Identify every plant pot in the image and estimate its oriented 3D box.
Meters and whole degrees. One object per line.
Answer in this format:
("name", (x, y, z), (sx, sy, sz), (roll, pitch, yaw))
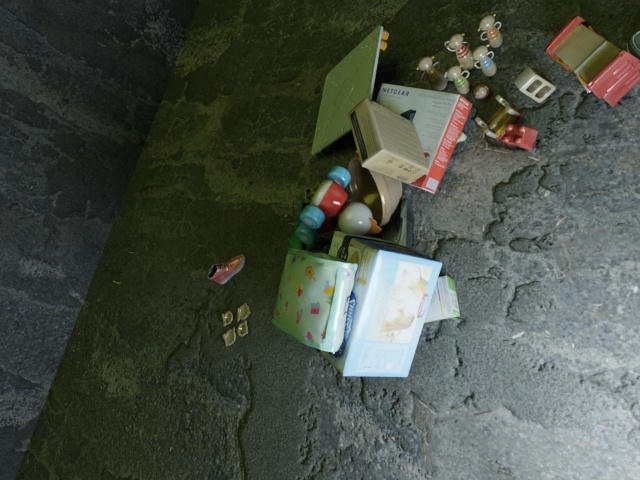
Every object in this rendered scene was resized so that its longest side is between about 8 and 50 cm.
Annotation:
("plant pot", (0.186, -0.168, 1.443), (0.109, 0.237, 0.237), (-20, 49, -15))

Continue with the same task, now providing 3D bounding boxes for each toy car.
("toy car", (0.078, -0.070, 1.431), (0.238, 0.210, 0.219), (30, 61, 4))

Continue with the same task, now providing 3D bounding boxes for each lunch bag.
("lunch bag", (-0.004, 0.144, 1.137), (0.262, 0.160, 0.224), (11, 89, 65))

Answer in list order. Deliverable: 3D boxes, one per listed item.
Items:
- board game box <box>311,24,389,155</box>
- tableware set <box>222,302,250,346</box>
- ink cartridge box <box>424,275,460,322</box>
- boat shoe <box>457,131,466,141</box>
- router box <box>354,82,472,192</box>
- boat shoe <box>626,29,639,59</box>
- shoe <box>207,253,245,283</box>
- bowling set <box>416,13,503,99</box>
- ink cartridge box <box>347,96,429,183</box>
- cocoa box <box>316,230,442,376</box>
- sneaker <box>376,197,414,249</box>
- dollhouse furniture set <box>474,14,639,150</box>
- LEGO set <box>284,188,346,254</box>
("board game box", (0.108, -0.553, 1.718), (0.390, 0.050, 0.390), (-18, 58, 59))
("tableware set", (-0.343, 0.339, 1.816), (0.168, 0.020, 0.141), (-31, 54, 27))
("ink cartridge box", (0.295, 0.185, 1.325), (0.209, 0.062, 0.109), (-19, 61, 33))
("boat shoe", (0.404, -0.337, 1.480), (0.153, 0.048, 0.056), (-1, 81, 46))
("router box", (0.291, -0.350, 1.503), (0.335, 0.082, 0.301), (29, 102, 45))
("boat shoe", (0.889, -0.451, 1.083), (0.116, 0.099, 0.319), (-44, 49, 16))
("shoe", (-0.403, 0.117, 1.920), (0.178, 0.081, 0.063), (-42, 50, 18))
("bowling set", (0.480, -0.564, 1.433), (0.287, 0.154, 0.200), (-37, 51, 22))
("ink cartridge box", (0.205, -0.293, 1.346), (0.088, 0.234, 0.193), (-34, 58, 39))
("cocoa box", (0.144, 0.177, 1.262), (0.228, 0.231, 0.347), (27, 104, 59))
("sneaker", (0.233, -0.028, 1.451), (0.130, 0.087, 0.228), (0, 77, 33))
("dollhouse furniture set", (0.654, -0.396, 1.251), (0.374, 0.152, 0.201), (-49, 46, 35))
("LEGO set", (0.000, 0.000, 1.613), (0.254, 0.192, 0.331), (-10, 65, 4))
